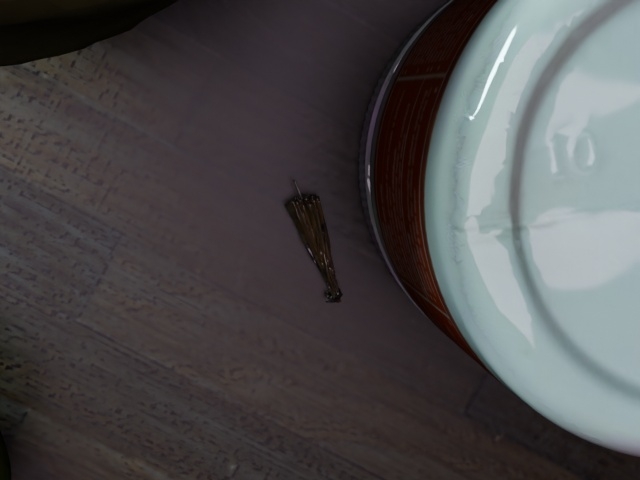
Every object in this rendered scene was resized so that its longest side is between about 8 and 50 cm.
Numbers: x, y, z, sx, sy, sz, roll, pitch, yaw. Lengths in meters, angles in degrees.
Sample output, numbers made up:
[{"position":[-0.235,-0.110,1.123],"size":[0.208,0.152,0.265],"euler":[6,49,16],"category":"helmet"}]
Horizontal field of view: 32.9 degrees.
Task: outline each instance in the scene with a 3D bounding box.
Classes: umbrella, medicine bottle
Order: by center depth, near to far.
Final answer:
[{"position":[0.160,-0.035,0.583],"size":[0.253,0.241,0.252],"euler":[-1,98,-8],"category":"medicine bottle"},{"position":[-0.002,0.001,0.676],"size":[0.020,0.031,0.083],"euler":[-22,103,-37],"category":"umbrella"}]

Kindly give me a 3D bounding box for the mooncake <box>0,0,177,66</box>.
[{"position":[-0.142,-0.269,0.411],"size":[0.394,0.246,0.393],"euler":[-48,113,-15],"category":"mooncake"}]

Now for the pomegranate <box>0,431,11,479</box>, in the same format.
[{"position":[-0.269,0.152,0.596],"size":[0.187,0.187,0.225],"euler":[15,124,-9],"category":"pomegranate"}]
